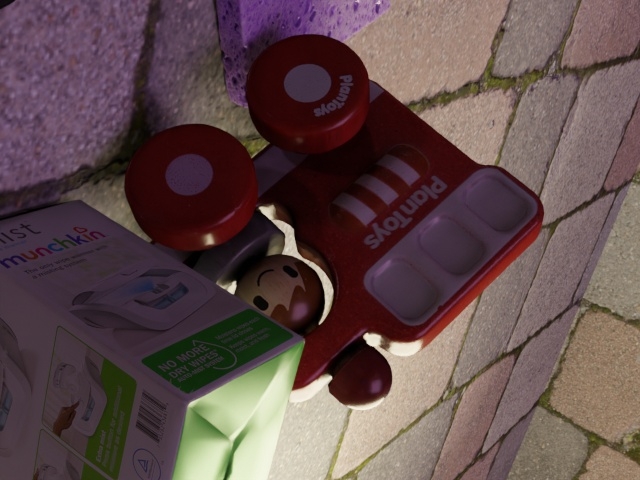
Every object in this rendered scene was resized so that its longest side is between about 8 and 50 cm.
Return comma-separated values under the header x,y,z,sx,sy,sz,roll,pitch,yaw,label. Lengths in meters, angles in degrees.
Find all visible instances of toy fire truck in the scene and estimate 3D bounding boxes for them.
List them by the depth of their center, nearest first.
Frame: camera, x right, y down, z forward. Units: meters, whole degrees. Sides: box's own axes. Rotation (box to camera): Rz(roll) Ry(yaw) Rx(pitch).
x,y,z,sx,sy,sz,roll,pitch,yaw,label
0.000,0.000,0.771,0.302,0.254,0.169,-42,158,-19,toy fire truck

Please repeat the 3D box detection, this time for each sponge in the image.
x,y,z,sx,sy,sz,roll,pitch,yaw,label
-0.008,-0.215,0.839,0.210,0.031,0.117,-43,148,-33,sponge

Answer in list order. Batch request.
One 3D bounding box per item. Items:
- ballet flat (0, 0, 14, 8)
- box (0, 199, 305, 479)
x,y,z,sx,sy,sz,roll,pitch,yaw,label
-0.228,-0.144,0.525,0.173,0.049,0.057,-39,118,-46,ballet flat
-0.163,0.142,0.686,0.127,0.231,0.262,-23,134,-51,box
